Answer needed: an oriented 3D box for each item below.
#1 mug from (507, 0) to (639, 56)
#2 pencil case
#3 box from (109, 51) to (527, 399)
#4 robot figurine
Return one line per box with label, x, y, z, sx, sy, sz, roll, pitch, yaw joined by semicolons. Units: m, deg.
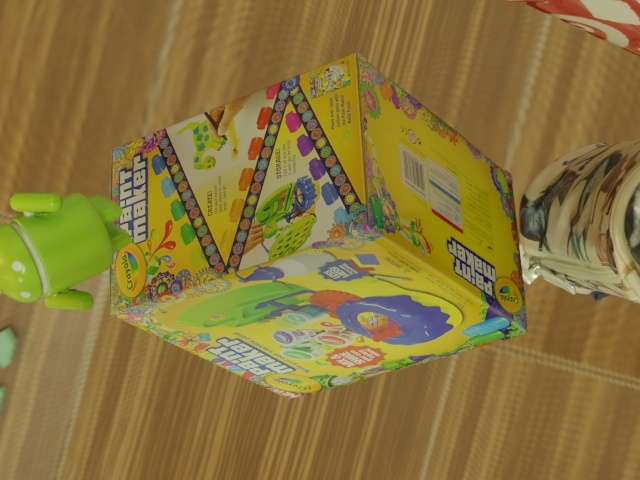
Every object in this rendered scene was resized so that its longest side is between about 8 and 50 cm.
mug;0.159;-0.105;0.639;0.169;0.150;0.113;22;112;-32
pencil case;0.303;-0.010;1.562;0.160;0.410;0.183;42;88;-6
box;0.000;0.000;1.552;0.279;0.290;0.177;-18;60;29
robot figurine;-0.206;0.006;1.278;0.115;0.067;0.101;-25;120;-23
